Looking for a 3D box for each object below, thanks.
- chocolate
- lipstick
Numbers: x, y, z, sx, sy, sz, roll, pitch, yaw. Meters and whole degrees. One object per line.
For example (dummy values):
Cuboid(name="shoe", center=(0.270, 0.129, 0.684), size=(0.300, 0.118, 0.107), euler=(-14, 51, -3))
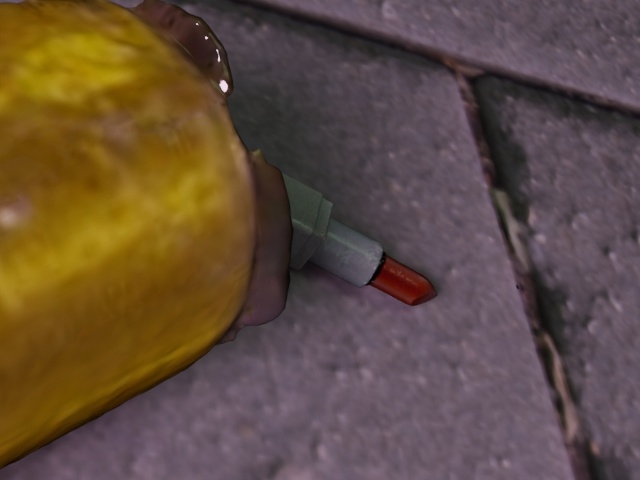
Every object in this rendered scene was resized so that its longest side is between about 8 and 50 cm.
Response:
Cuboid(name="chocolate", center=(-0.198, 0.048, 0.442), size=(0.162, 0.162, 0.445), euler=(48, 42, 11))
Cuboid(name="lipstick", center=(0.000, -0.001, 0.733), size=(0.129, 0.030, 0.030), euler=(27, 41, -12))
